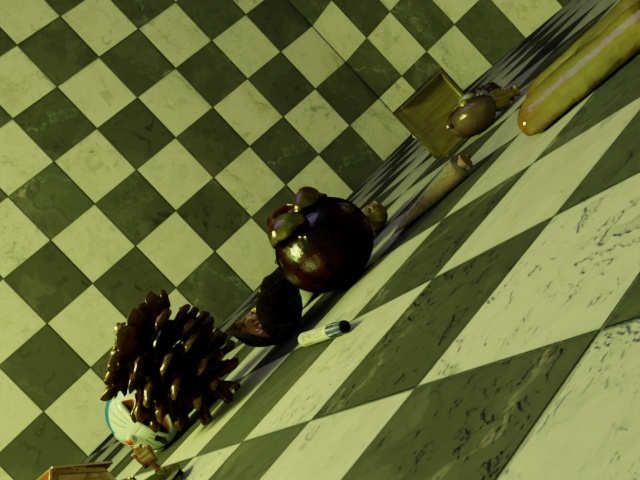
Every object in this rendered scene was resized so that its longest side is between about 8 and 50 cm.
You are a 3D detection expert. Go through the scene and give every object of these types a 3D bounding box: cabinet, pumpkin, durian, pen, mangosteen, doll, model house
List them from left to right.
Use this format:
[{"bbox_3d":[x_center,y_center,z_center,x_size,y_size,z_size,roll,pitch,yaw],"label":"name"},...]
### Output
[{"bbox_3d":[-0.363,0.399,1.419,0.207,0.154,0.294,-47,4,-32],"label":"model house"},{"bbox_3d":[-0.321,0.313,1.832,0.257,0.215,0.161,-56,23,6],"label":"doll"},{"bbox_3d":[-0.095,0.149,1.763,0.119,0.107,0.183,-37,-12,-48],"label":"pumpkin"},{"bbox_3d":[0.000,0.000,1.689,0.210,0.210,0.210,-43,3,3],"label":"mangosteen"},{"bbox_3d":[0.005,0.142,1.378,0.025,0.025,0.204,-45,4,-21],"label":"pen"},{"bbox_3d":[0.300,-0.318,2.317,0.148,0.175,0.215,-43,4,2],"label":"cabinet"},{"bbox_3d":[0.371,-0.306,2.100,0.188,0.096,0.145,-34,5,-35],"label":"doll"},{"bbox_3d":[0.428,-0.368,2.300,0.091,0.080,0.080,-36,8,45],"label":"durian"}]

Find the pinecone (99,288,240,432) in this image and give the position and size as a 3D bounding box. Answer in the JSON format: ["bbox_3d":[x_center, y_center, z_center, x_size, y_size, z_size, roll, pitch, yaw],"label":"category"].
[{"bbox_3d":[-0.268,0.232,1.632,0.264,0.264,0.264,-43,3,3],"label":"pinecone"}]

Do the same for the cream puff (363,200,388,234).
[{"bbox_3d":[0.126,-0.048,2.075,0.058,0.083,0.083,6,17,28],"label":"cream puff"}]

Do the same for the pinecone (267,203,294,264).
[{"bbox_3d":[-0.015,0.012,1.909,0.208,0.208,0.208,-43,3,3],"label":"pinecone"}]

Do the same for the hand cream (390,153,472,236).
[{"bbox_3d":[0.207,-0.082,1.696,0.209,0.043,0.067,-48,-1,33],"label":"hand cream"}]

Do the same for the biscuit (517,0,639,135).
[{"bbox_3d":[0.435,-0.294,1.432,0.291,0.062,0.237,-43,4,30],"label":"biscuit"}]

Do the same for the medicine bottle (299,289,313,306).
[{"bbox_3d":[-0.036,0.095,2.043,0.119,0.069,0.183,-42,5,39],"label":"medicine bottle"}]

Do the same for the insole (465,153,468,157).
[{"bbox_3d":[0.263,-0.130,1.858,0.065,0.006,0.193,-40,5,41],"label":"insole"}]
